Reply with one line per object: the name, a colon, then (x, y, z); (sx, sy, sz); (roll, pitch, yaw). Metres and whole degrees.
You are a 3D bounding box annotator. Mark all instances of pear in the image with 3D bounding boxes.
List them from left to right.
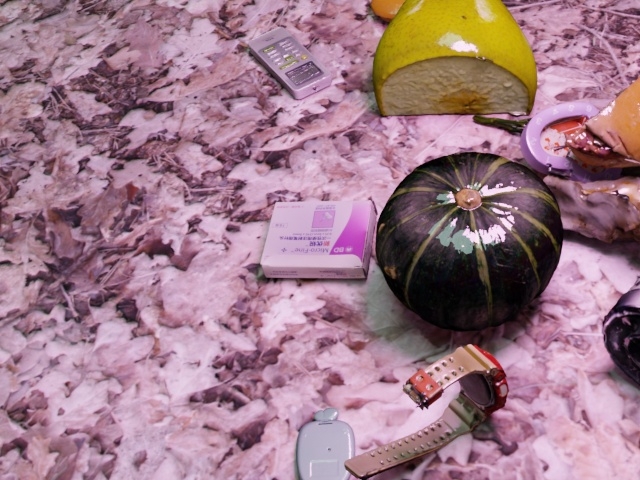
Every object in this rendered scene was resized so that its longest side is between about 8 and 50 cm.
pear: (0.285, -0.432, 1.992); (0.342, 0.238, 0.318); (0, 56, 12)

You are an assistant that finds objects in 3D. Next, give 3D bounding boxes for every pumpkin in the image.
pumpkin: (0.250, -0.001, 1.594); (0.323, 0.241, 0.323); (-7, 44, 7)

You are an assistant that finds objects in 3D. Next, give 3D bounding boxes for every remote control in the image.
remote control: (-0.073, -0.415, 2.183); (0.103, 0.034, 0.250); (-27, 49, -13)

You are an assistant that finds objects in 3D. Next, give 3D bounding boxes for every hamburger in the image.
hamburger: (0.606, -0.214, 1.716); (0.245, 0.155, 0.282); (34, 66, 6)

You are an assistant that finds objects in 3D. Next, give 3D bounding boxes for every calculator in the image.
calculator: (0.008, 0.332, 1.490); (0.095, 0.021, 0.153); (-4, 51, 7)

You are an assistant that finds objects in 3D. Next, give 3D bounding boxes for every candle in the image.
candle: (0.596, 0.088, 1.480); (0.187, 0.187, 0.330); (30, 59, 33)

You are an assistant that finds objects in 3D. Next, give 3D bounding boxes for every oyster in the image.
oyster: (0.502, -0.064, 1.657); (0.337, 0.133, 0.198); (8, 14, 25)

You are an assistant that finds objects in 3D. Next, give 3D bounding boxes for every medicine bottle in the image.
medicine bottle: (0.000, 0.000, 1.777); (0.201, 0.052, 0.171); (1, 49, 14)

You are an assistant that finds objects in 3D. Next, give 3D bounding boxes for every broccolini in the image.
broccolini: (0.405, -0.247, 1.913); (0.201, 0.074, 0.058); (23, 73, 31)

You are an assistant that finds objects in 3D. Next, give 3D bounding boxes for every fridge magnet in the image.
fridge magnet: (0.191, -0.568, 2.249); (0.143, 0.063, 0.143); (-6, 45, 6)

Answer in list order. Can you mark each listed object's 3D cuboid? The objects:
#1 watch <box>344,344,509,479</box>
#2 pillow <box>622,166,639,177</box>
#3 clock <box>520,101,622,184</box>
watch: (0.164, 0.255, 1.416); (0.268, 0.165, 0.102); (-16, 43, -34)
pillow: (0.689, -0.160, 1.792); (0.217, 0.033, 0.130); (4, 51, 15)
clock: (0.484, -0.184, 1.804); (0.198, 0.064, 0.172); (24, 67, -2)
